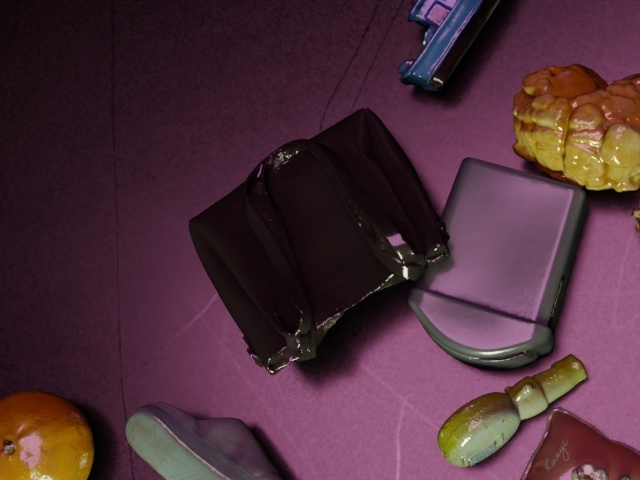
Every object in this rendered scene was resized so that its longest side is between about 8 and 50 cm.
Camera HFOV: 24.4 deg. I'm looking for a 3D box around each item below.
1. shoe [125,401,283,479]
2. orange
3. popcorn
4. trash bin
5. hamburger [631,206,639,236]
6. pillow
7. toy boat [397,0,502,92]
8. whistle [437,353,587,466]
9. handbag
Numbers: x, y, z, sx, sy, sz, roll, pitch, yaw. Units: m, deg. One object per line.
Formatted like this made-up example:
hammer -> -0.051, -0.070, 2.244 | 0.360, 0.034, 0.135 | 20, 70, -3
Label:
shoe -> -0.119, 0.272, 1.812 | 0.251, 0.103, 0.100 | 35, 45, 5
orange -> -0.362, 0.264, 1.850 | 0.156, 0.124, 0.156 | -2, 78, 10
popcorn -> 0.323, -0.127, 1.750 | 0.194, 0.140, 0.163 | 3, 48, 4
trash bin -> 0.212, 0.036, 1.769 | 0.176, 0.101, 0.236 | 17, 81, 18
hamburger -> 0.441, 0.023, 1.718 | 0.102, 0.087, 0.176 | -26, 72, 9
pillow -> 0.300, 0.304, 1.703 | 0.171, 0.075, 0.179 | 27, 84, 23
toy boat -> 0.164, -0.289, 1.842 | 0.097, 0.100, 0.223 | 33, 87, 4
whistle -> 0.228, 0.201, 1.737 | 0.198, 0.104, 0.057 | -29, 61, -8
handbag -> 0.000, 0.000, 1.786 | 0.285, 0.113, 0.257 | -33, 51, 5
